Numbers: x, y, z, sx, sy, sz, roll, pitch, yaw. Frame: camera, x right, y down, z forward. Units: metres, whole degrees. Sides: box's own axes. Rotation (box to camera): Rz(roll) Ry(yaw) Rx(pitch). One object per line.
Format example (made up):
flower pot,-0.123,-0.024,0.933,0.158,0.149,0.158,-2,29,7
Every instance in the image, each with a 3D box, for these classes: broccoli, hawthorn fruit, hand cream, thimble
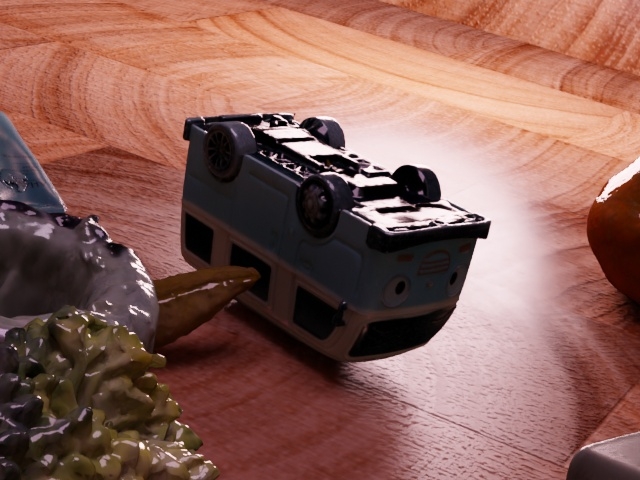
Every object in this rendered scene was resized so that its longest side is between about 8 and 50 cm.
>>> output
broccoli,-0.149,0.168,0.672,0.247,0.263,0.243,-11,-30,38
hawthorn fruit,0.358,-0.011,1.485,0.189,0.189,0.189,11,19,-4
hand cream,-0.321,-0.078,1.467,0.083,0.048,0.224,4,25,-28
thimble,-0.215,0.074,0.933,0.237,0.150,0.237,11,20,-4

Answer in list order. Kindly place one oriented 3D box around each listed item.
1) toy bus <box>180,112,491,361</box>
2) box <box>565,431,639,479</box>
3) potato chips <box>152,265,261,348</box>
toy bus,0.000,0.000,1.239,0.133,0.165,0.271,-7,27,-41
box,0.249,0.188,0.897,0.210,0.148,0.129,-3,16,-41
potato chips,-0.233,0.054,1.092,0.406,0.080,0.057,1,5,-23
